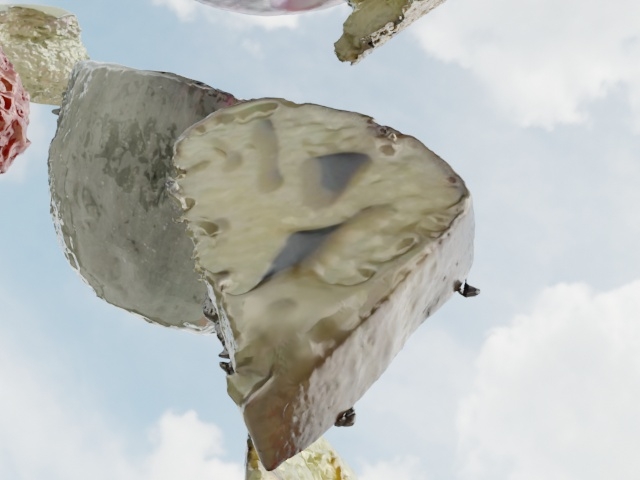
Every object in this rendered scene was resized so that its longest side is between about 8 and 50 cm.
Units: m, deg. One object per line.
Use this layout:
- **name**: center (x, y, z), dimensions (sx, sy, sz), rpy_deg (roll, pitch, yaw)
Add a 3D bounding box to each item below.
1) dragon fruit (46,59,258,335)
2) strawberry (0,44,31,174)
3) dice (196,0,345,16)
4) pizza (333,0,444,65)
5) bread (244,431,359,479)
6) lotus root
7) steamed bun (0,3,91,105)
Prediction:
- **dragon fruit**: center (-0.097, -0.024, 0.900), dimensions (0.283, 0.204, 0.221), rpy_deg (16, -81, -21)
- **strawberry**: center (-0.505, -0.190, 1.275), dimensions (0.265, 0.149, 0.336), rpy_deg (-9, -99, -1)
- **dice**: center (-0.043, -0.403, 1.057), dimensions (0.270, 0.271, 0.270), rpy_deg (-22, -108, 47)
- **pizza**: center (0.093, -0.236, 0.830), dimensions (0.223, 0.323, 0.089), rpy_deg (-34, -86, -1)
- **bread**: center (-0.072, 0.346, 0.653), dimensions (0.242, 0.346, 0.405), rpy_deg (41, -90, -6)
- **lotus root**: center (0.000, 0.000, 0.584), dimensions (0.261, 0.170, 0.074), rpy_deg (-126, -158, -53)
- **steamed bun**: center (-0.545, -0.356, 1.941), dimensions (0.170, 0.225, 0.200), rpy_deg (-49, -119, 36)
